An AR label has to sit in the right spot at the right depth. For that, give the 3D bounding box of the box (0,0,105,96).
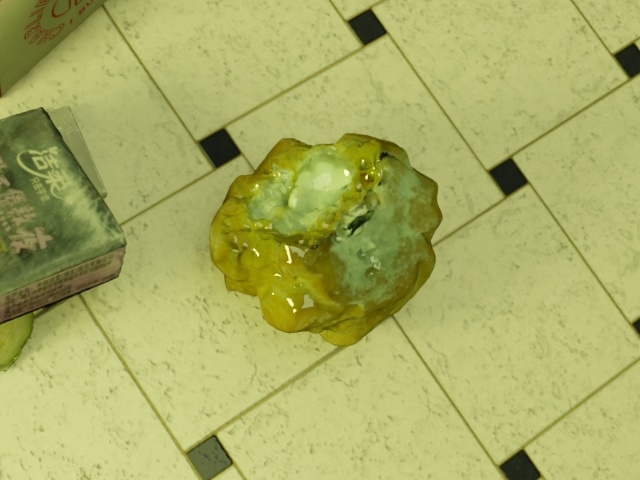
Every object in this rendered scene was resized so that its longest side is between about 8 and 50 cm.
[{"bbox_3d":[-0.456,-0.444,1.840,0.300,0.314,0.312,43,71,3],"label":"box"}]

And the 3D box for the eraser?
[{"bbox_3d":[-0.388,-0.113,1.915,0.104,0.023,0.150,-21,79,-20],"label":"eraser"}]

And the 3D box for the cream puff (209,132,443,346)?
[{"bbox_3d":[0.007,-0.001,1.896,0.323,0.270,0.274,-44,122,-22],"label":"cream puff"}]

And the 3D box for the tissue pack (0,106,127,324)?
[{"bbox_3d":[-0.464,-0.009,1.703,0.361,0.122,0.259,-24,69,-30],"label":"tissue pack"}]

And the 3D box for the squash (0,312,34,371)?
[{"bbox_3d":[-0.477,0.034,1.797,0.137,0.137,0.287,-12,71,-19],"label":"squash"}]
